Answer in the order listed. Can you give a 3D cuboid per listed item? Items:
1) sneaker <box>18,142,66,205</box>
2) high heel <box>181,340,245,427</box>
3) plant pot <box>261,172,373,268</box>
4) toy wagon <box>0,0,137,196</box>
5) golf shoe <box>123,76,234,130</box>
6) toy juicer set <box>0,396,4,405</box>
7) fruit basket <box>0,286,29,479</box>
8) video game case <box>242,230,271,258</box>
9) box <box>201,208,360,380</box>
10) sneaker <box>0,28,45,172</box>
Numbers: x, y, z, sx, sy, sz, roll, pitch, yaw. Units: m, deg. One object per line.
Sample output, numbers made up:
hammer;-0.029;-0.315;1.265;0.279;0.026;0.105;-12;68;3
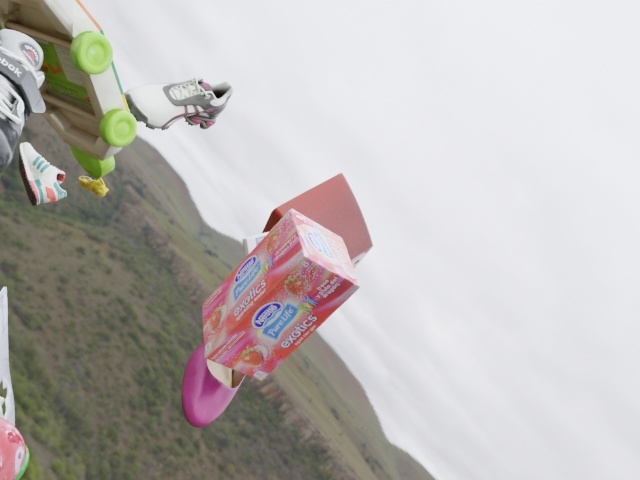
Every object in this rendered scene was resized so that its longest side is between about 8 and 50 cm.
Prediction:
sneaker;-0.570;-0.138;1.307;0.161;0.075;0.057;59;-38;29
high heel;-0.173;0.223;1.372;0.127;0.181;0.377;41;37;-20
plant pot;0.000;0.000;1.913;0.235;0.267;0.267;52;-29;12
toy wagon;-0.388;-0.226;0.988;0.267;0.068;0.344;25;-39;32
golf shoe;-0.300;-0.306;1.352;0.105;0.120;0.273;59;31;6
toy juicer set;-0.658;0.283;1.091;0.209;0.329;0.089;34;36;-9
fruit basket;-0.377;0.281;0.671;0.166;0.326;0.353;13;33;-5
video game case;-0.103;0.063;1.637;0.023;0.201;0.183;1;-77;46
box;-0.086;0.108;1.228;0.142;0.300;0.154;31;26;-31
sneaker;-0.368;-0.172;0.691;0.331;0.146;0.122;37;-11;50
